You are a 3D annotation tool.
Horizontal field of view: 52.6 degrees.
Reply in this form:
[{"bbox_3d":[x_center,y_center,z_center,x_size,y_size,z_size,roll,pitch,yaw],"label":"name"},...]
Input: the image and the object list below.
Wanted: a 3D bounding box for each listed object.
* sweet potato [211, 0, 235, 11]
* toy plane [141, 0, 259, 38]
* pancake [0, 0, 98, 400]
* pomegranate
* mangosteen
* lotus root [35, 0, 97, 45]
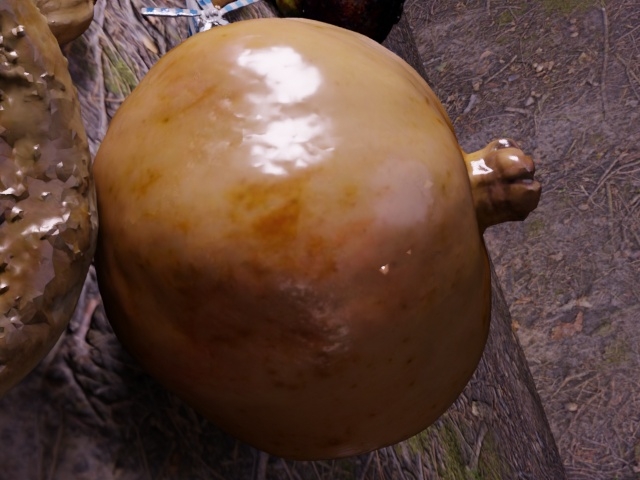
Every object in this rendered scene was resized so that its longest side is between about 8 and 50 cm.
[{"bbox_3d":[-0.167,-0.434,1.133,0.050,0.050,0.214,49,31,-33],"label":"sweet potato"},{"bbox_3d":[-0.196,-0.352,0.969,0.182,0.107,0.273,-35,78,-25],"label":"toy plane"},{"bbox_3d":[-0.280,-0.046,0.346,0.382,0.071,0.383,11,76,-52],"label":"pancake"},{"bbox_3d":[0.000,0.000,0.604,0.411,0.411,0.412,47,29,-36],"label":"pomegranate"},{"bbox_3d":[0.038,-0.559,1.392,0.330,0.330,0.330,47,29,-36],"label":"mangosteen"},{"bbox_3d":[-0.280,-0.238,0.669,0.150,0.062,0.073,-66,150,-59],"label":"lotus root"}]
